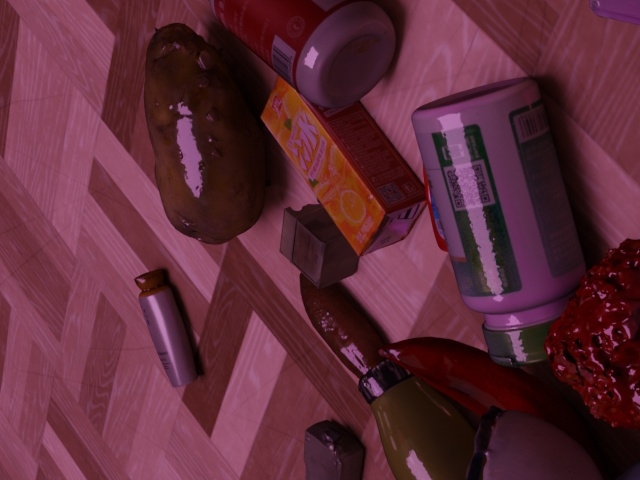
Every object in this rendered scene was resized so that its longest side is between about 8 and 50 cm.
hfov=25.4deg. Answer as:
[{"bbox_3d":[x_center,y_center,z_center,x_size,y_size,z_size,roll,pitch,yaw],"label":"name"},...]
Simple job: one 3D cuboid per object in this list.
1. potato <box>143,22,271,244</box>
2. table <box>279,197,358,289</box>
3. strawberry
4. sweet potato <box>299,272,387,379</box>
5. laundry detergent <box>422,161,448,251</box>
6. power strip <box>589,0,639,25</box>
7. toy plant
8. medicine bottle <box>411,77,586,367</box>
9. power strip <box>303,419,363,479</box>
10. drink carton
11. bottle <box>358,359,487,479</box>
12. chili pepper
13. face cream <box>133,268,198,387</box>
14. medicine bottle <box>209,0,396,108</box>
[{"bbox_3d":[-0.151,-0.135,1.832,0.191,0.141,0.296,-157,50,-68],"label":"potato"},{"bbox_3d":[0.000,0.000,1.763,0.083,0.062,0.079,41,139,34],"label":"table"},{"bbox_3d":[0.296,0.093,1.308,0.201,0.186,0.184,-13,65,56],"label":"strawberry"},{"bbox_3d":[0.044,0.133,1.790,0.255,0.058,0.078,55,161,15],"label":"sweet potato"},{"bbox_3d":[0.142,-0.071,1.539,0.097,0.049,0.165,5,111,57],"label":"laundry detergent"},{"bbox_3d":[0.332,-0.221,1.185,0.279,0.037,0.109,25,128,46],"label":"power strip"},{"bbox_3d":[0.301,0.297,1.345,0.332,0.247,0.247,9,122,15],"label":"toy plant"},{"bbox_3d":[0.188,-0.017,1.425,0.133,0.133,0.274,-5,105,56],"label":"medicine bottle"},{"bbox_3d":[0.012,0.370,1.977,0.080,0.048,0.286,39,138,40],"label":"power strip"},{"bbox_3d":[0.025,-0.099,1.664,0.223,0.071,0.096,55,145,20],"label":"drink carton"},{"bbox_3d":[0.138,0.257,1.674,0.260,0.112,0.112,57,146,15],"label":"bottle"},{"bbox_3d":[0.223,0.230,1.525,0.368,0.137,0.092,54,180,9],"label":"chili pepper"},{"bbox_3d":[-0.237,0.135,2.189,0.072,0.051,0.182,-8,101,60],"label":"face cream"},{"bbox_3d":[-0.036,-0.262,1.599,0.250,0.131,0.131,45,141,31],"label":"medicine bottle"}]
